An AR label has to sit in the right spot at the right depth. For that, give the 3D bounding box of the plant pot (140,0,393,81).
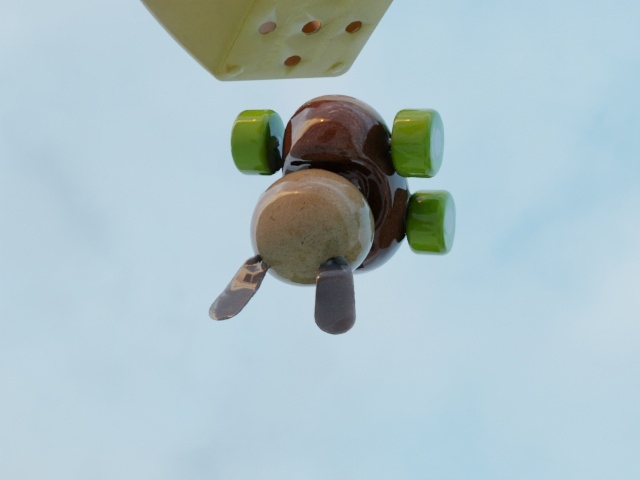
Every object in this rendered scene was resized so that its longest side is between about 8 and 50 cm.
[{"bbox_3d":[-0.041,-0.261,0.922,0.212,0.212,0.187,-53,-126,49],"label":"plant pot"}]

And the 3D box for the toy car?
[{"bbox_3d":[0.000,0.000,0.735,0.155,0.188,0.149,2,-49,20],"label":"toy car"}]
